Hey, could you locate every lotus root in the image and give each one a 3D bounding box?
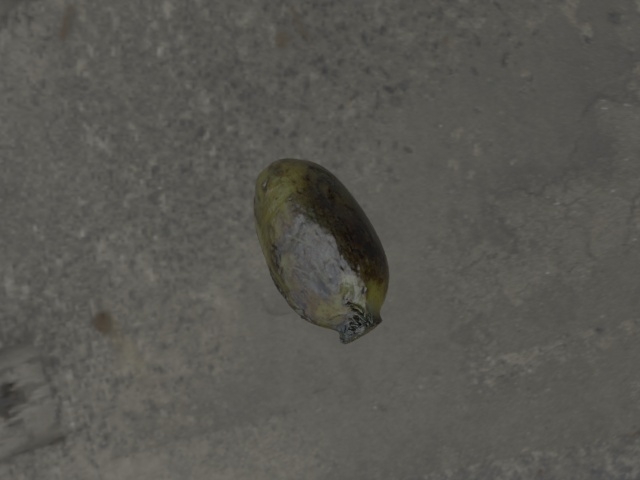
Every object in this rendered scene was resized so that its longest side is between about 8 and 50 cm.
[{"bbox_3d":[0.000,0.000,0.712,0.080,0.089,0.179,-40,53,21],"label":"lotus root"}]
